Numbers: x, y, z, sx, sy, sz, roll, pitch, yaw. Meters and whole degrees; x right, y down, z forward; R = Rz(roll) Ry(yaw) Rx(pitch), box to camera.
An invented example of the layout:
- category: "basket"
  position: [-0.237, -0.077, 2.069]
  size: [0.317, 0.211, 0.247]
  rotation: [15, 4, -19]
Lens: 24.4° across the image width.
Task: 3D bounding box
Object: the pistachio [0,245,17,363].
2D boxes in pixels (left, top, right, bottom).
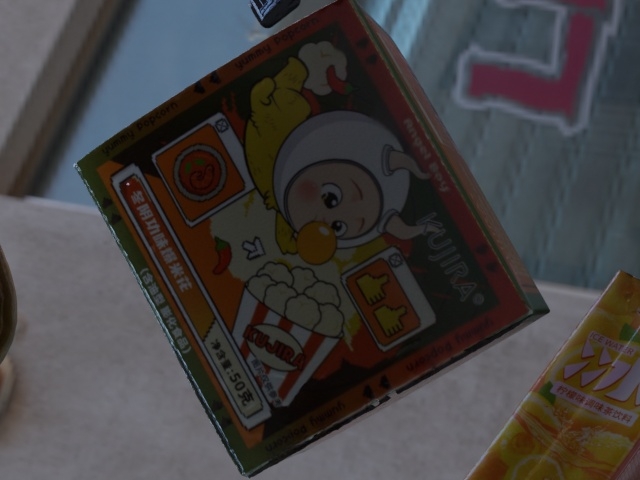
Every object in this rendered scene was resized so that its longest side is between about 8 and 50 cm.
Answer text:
- category: "pistachio"
  position: [-0.408, 0.022, 1.444]
  size: [0.187, 0.299, 0.187]
  rotation: [-27, -39, -24]

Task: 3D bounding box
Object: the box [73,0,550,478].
- category: "box"
  position: [0.000, 0.000, 0.818]
  size: [0.195, 0.177, 0.148]
  rotation: [61, -171, 8]

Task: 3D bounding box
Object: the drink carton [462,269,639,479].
- category: "drink carton"
  position: [0.204, 0.140, 1.106]
  size: [0.223, 0.096, 0.071]
  rotation: [-51, -34, -15]

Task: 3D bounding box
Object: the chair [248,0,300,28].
- category: "chair"
  position: [-0.035, -0.178, 1.098]
  size: [0.037, 0.086, 0.042]
  rotation: [-39, -53, 2]
